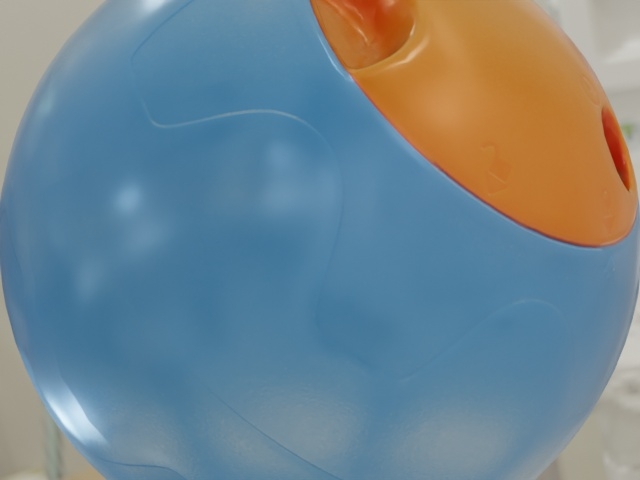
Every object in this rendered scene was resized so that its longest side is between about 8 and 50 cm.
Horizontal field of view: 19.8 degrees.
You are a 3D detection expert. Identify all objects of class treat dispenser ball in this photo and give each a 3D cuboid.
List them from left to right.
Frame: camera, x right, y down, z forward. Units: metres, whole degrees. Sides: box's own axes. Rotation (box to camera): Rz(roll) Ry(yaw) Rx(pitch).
[{"bbox_3d":[0.000,0.000,0.829,0.288,0.288,0.288,-12,19,4],"label":"treat dispenser ball"}]
